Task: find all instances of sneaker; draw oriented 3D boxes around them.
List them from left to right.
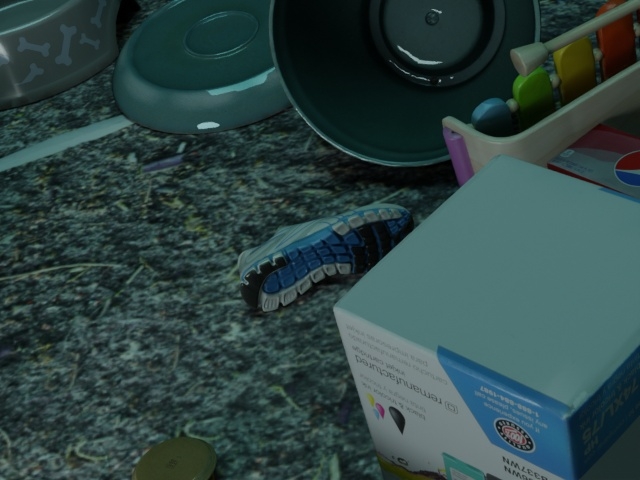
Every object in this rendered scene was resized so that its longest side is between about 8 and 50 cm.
[{"bbox_3d":[0.000,0.000,1.324,0.191,0.071,0.083,-20,32,-6],"label":"sneaker"}]

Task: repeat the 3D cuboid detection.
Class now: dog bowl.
[{"bbox_3d":[-0.434,-0.319,1.854,0.349,0.102,0.349,-9,37,7],"label":"dog bowl"}]

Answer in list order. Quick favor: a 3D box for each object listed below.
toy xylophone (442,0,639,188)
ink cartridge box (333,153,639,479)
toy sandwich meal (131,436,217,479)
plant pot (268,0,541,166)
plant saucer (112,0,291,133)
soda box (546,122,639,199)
[{"bbox_3d":[0.275,-0.162,1.308,0.323,0.236,0.081,-26,51,-12],"label":"toy xylophone"},{"bbox_3d":[0.168,0.120,0.943,0.198,0.270,0.197,23,53,39],"label":"ink cartridge box"},{"bbox_3d":[-0.125,0.207,1.135,0.085,0.029,0.085,-12,33,8],"label":"toy sandwich meal"},{"bbox_3d":[0.111,-0.244,1.453,0.293,0.293,0.196,-1,13,17],"label":"plant pot"},{"bbox_3d":[-0.125,-0.255,1.693,0.318,0.043,0.317,-9,42,8],"label":"plant saucer"},{"bbox_3d":[0.338,-0.019,1.208,0.083,0.092,0.263,-35,41,-26],"label":"soda box"}]
